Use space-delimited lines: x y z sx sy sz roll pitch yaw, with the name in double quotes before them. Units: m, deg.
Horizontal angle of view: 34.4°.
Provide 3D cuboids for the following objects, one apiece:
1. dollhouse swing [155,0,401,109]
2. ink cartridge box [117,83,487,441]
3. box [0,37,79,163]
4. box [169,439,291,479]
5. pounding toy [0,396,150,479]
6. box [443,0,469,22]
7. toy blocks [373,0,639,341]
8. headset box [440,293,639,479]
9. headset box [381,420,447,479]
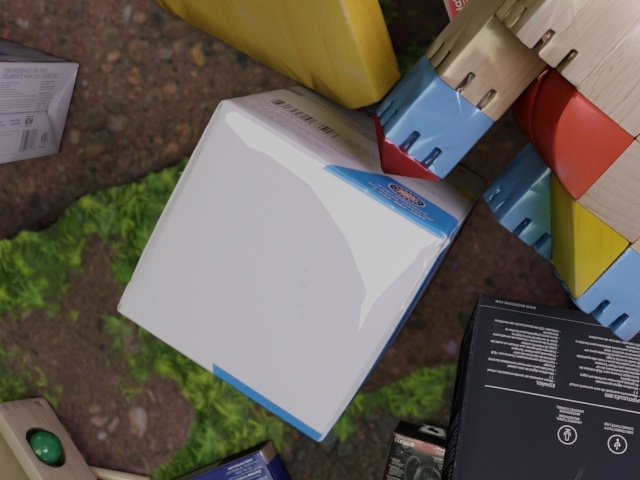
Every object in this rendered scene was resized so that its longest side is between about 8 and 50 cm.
"dollhouse swing" -0.031 -0.317 0.697 0.347 0.305 0.315 32 89 30
"ink cartridge box" 0.000 0.000 0.763 0.171 0.233 0.168 32 108 8
"box" -0.377 -0.151 0.874 0.290 0.169 0.087 19 104 12
"box" -0.057 0.307 0.932 0.136 0.036 0.225 -25 91 18
"pounding toy" -0.261 0.220 0.954 0.141 0.100 0.130 -43 72 15
"box" 0.122 -0.287 0.725 0.128 0.122 0.257 -16 100 22
"toy blocks" 0.217 -0.063 0.632 0.381 0.190 0.261 34 109 -20
"headset box" 0.204 0.206 0.712 0.246 0.131 0.283 9 68 6
"headset box" 0.086 0.196 0.877 0.062 0.032 0.083 14 102 12
